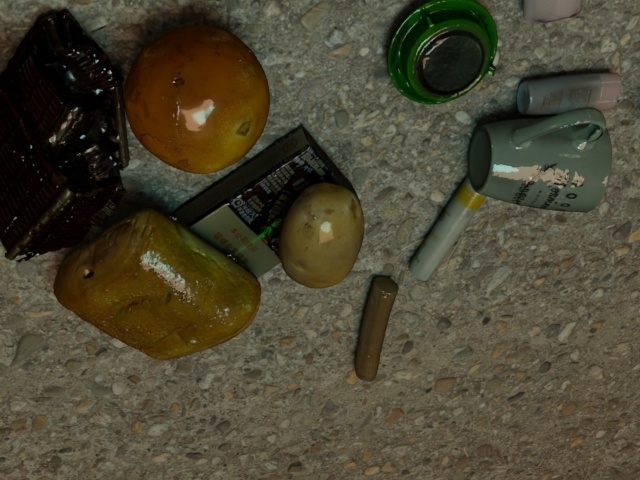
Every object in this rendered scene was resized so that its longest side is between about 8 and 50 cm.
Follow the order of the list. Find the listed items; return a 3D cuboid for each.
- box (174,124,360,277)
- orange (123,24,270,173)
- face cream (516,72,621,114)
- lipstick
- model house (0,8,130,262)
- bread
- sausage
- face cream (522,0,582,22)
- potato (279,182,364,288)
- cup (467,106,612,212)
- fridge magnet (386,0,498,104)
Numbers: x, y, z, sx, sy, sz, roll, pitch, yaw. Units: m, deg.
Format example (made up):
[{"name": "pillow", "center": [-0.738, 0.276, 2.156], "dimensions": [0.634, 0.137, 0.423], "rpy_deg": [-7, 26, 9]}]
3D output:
[{"name": "box", "center": [-0.101, -0.057, 1.619], "dimensions": [0.310, 0.084, 0.198], "rpy_deg": [-33, 130, 11]}, {"name": "orange", "center": [-0.198, -0.228, 1.358], "dimensions": [0.239, 0.240, 0.240], "rpy_deg": [-8, 130, -10]}, {"name": "face cream", "center": [0.483, -0.284, 1.628], "dimensions": [0.198, 0.057, 0.084], "rpy_deg": [-6, 131, -14]}, {"name": "lipstick", "center": [0.272, -0.026, 1.773], "dimensions": [0.059, 0.059, 0.264], "rpy_deg": [15, 123, -27]}, {"name": "model house", "center": [-0.399, -0.134, 1.334], "dimensions": [0.297, 0.283, 0.317], "rpy_deg": [32, 114, -34]}, {"name": "bread", "center": [-0.318, 0.113, 1.592], "dimensions": [0.327, 0.148, 0.337], "rpy_deg": [-25, 131, 31]}, {"name": "sausage", "center": [0.123, 0.208, 1.917], "dimensions": [0.065, 0.066, 0.301], "rpy_deg": [-1, 128, -16]}, {"name": "face cream", "center": [0.400, -0.503, 1.413], "dimensions": [0.107, 0.073, 0.269], "rpy_deg": [-8, 132, 0]}, {"name": "potato", "center": [0.000, 0.000, 1.559], "dimensions": [0.150, 0.146, 0.234], "rpy_deg": [15, 130, 10]}, {"name": "cup", "center": [0.427, -0.171, 1.603], "dimensions": [0.233, 0.187, 0.258], "rpy_deg": [3, 151, -12]}, {"name": "fridge magnet", "center": [0.219, -0.332, 1.486], "dimensions": [0.207, 0.088, 0.208], "rpy_deg": [-8, 130, -10]}]
